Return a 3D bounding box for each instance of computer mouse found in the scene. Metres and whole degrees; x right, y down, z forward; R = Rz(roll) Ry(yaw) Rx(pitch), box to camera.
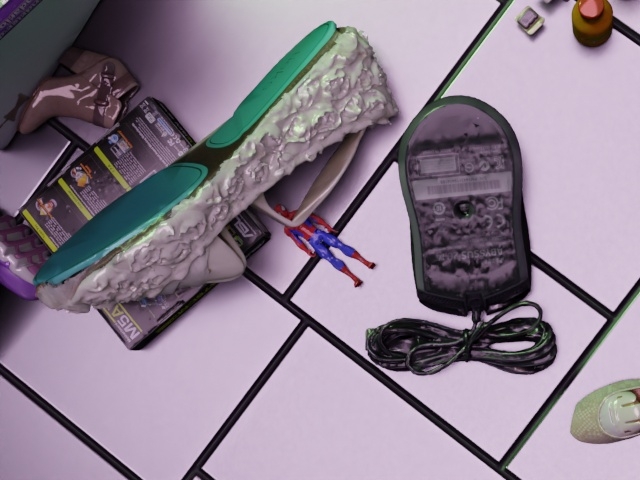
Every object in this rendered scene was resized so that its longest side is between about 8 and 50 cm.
[{"bbox_3d":[0.135,-0.007,1.589,0.189,0.072,0.272,0,99,8],"label":"computer mouse"}]

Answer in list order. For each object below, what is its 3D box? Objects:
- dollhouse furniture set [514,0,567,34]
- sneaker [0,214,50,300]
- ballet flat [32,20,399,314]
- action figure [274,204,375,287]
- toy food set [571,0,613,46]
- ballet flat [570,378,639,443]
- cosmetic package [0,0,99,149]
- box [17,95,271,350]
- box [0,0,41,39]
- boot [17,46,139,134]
[{"bbox_3d":[0.195,-0.274,1.583,0.091,0.081,0.114,-46,80,4],"label":"dollhouse furniture set"},{"bbox_3d":[-0.378,0.005,1.668,0.236,0.095,0.104,32,99,15],"label":"sneaker"},{"bbox_3d":[-0.081,-0.044,1.558,0.409,0.147,0.147,-42,80,-12],"label":"ballet flat"},{"bbox_3d":[0.000,0.000,1.629,0.115,0.030,0.038,37,98,12],"label":"action figure"},{"bbox_3d":[0.354,-0.246,1.541,0.232,0.104,0.111,-1,86,10],"label":"toy food set"},{"bbox_3d":[0.317,0.155,1.549,0.168,0.052,0.057,-17,84,9],"label":"ballet flat"},{"bbox_3d":[-0.430,-0.336,1.573,0.394,0.329,0.327,33,92,10],"label":"cosmetic package"},{"bbox_3d":[-0.179,-0.017,1.653,0.184,0.045,0.190,-42,81,7],"label":"box"},{"bbox_3d":[-0.360,-0.281,1.361,0.201,0.057,0.293,-42,82,5],"label":"box"},{"bbox_3d":[-0.246,-0.140,1.674,0.087,0.042,0.118,34,93,8],"label":"boot"}]
